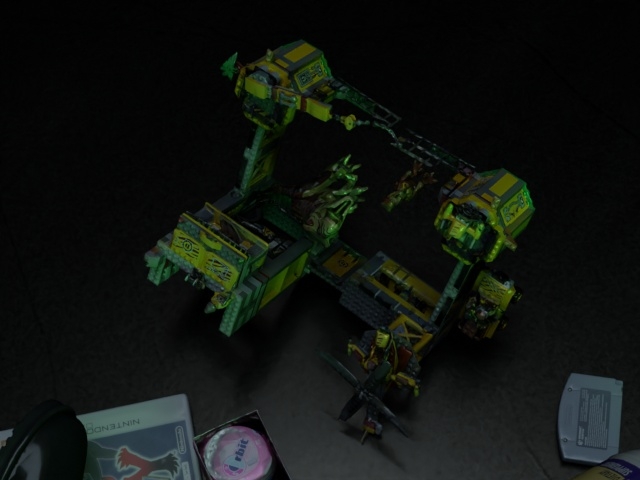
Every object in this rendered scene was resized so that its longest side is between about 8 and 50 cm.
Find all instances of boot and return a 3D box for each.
[{"bbox_3d":[-0.189,0.273,1.053,0.207,0.094,0.246,19,70,17],"label":"boot"}]

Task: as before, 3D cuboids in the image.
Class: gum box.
[{"bbox_3d":[-0.036,0.248,1.081,0.062,0.107,0.188,-24,62,-10],"label":"gum box"}]

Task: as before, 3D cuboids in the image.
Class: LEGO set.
[{"bbox_3d":[0.000,0.000,1.132,0.331,0.255,0.192,40,42,10],"label":"LEGO set"}]

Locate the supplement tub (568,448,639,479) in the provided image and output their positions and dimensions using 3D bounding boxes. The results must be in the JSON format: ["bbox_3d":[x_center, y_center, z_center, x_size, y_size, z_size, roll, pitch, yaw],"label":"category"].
[{"bbox_3d":[0.158,0.323,0.952,0.331,0.241,0.241,-25,62,-11],"label":"supplement tub"}]

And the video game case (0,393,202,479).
[{"bbox_3d":[-0.190,0.243,1.140,0.183,0.023,0.201,-12,61,-3],"label":"video game case"}]

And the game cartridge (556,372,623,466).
[{"bbox_3d":[0.239,0.160,1.169,0.056,0.017,0.083,10,61,4],"label":"game cartridge"}]
